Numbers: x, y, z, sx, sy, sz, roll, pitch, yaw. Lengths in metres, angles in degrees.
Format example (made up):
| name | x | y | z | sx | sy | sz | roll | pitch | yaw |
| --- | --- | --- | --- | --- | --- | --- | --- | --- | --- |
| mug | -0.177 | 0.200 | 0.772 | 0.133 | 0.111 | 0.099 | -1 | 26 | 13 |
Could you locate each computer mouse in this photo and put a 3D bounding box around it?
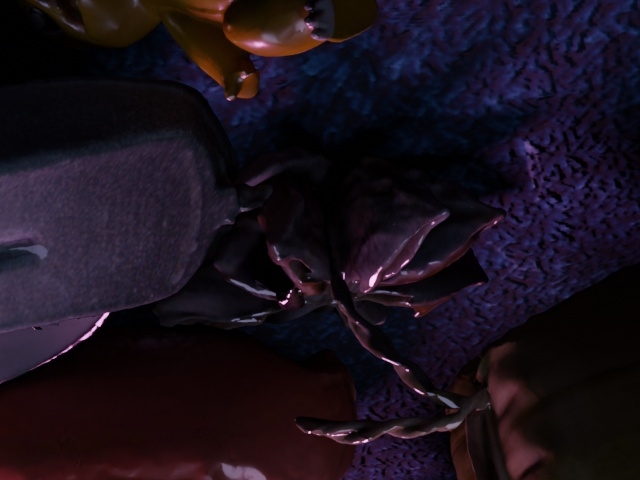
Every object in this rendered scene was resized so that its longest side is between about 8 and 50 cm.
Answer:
| name | x | y | z | sx | sy | sz | roll | pitch | yaw |
| --- | --- | --- | --- | --- | --- | --- | --- | --- | --- |
| computer mouse | -0.133 | -0.017 | 0.628 | 0.229 | 0.068 | 0.113 | -12 | 133 | -26 |

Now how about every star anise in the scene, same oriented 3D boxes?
| name | x | y | z | sx | sy | sz | roll | pitch | yaw |
| --- | --- | --- | --- | --- | --- | --- | --- | --- | --- |
| star anise | 0.000 | -0.001 | 0.827 | 0.209 | 0.089 | 0.231 | -12 | 156 | -3 |

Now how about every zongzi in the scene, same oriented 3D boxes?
| name | x | y | z | sx | sy | sz | roll | pitch | yaw |
| --- | --- | --- | --- | --- | --- | --- | --- | --- | --- |
| zongzi | 0.246 | 0.158 | 0.923 | 0.499 | 0.218 | 0.467 | -17 | 149 | -9 |

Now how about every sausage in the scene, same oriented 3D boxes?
| name | x | y | z | sx | sy | sz | roll | pitch | yaw |
| --- | --- | --- | --- | --- | --- | --- | --- | --- | --- |
| sausage | -0.107 | 0.119 | 0.881 | 0.254 | 0.148 | 0.148 | -4 | 151 | 10 |

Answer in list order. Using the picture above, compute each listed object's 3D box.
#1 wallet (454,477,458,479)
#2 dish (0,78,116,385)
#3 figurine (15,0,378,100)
| name | x | y | z | sx | sy | sz | roll | pitch | yaw |
| --- | --- | --- | --- | --- | --- | --- | --- | --- | --- |
| wallet | 0.106 | 0.222 | 1.120 | 0.275 | 0.068 | 0.335 | -34 | 170 | -38 |
| dish | -0.253 | -0.026 | 0.743 | 0.316 | 0.106 | 0.316 | -5 | 148 | -3 |
| figurine | -0.051 | -0.118 | 0.631 | 0.176 | 0.121 | 0.122 | 0 | -179 | 22 |
